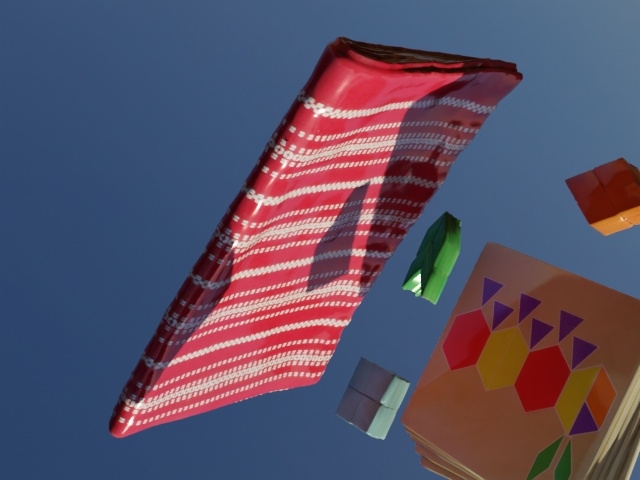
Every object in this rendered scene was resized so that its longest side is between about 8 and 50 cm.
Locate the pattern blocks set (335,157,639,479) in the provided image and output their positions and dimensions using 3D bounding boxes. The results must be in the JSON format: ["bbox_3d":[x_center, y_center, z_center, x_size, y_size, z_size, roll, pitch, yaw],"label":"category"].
[{"bbox_3d":[0.131,0.087,0.748,0.026,0.285,0.325,26,-172,-32],"label":"pattern blocks set"}]

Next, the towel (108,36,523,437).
[{"bbox_3d":[0.000,0.000,0.741,0.031,0.274,0.199,43,-154,24],"label":"towel"}]
